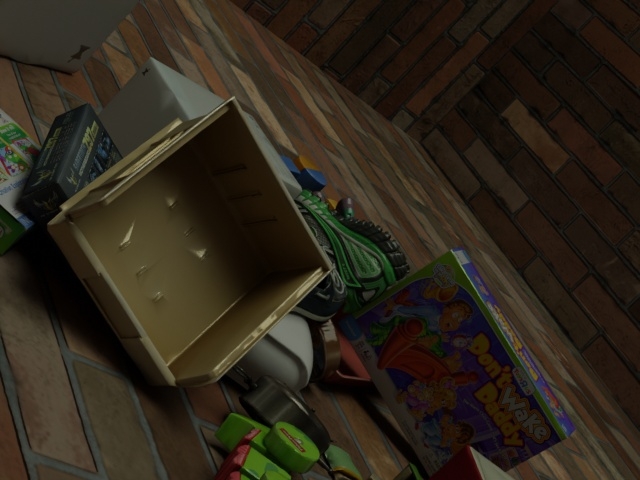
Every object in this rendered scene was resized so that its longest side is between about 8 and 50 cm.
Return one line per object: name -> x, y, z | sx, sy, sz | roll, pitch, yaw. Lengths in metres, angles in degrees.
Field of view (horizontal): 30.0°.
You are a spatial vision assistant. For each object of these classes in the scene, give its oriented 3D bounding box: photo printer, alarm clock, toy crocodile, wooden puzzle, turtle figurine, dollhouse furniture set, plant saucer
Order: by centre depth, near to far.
toy crocodile -> -0.079, 0.282, 1.338 | 0.105, 0.115, 0.340 | 36, 13, -6
alarm clock -> -0.056, 0.221, 1.560 | 0.192, 0.064, 0.129 | 48, -13, -19
photo printer -> -0.137, 0.085, 1.719 | 0.307, 0.107, 0.256 | 39, 16, -25
dollhouse furniture set -> 0.077, 0.332, 1.725 | 0.151, 0.058, 0.076 | 35, 17, -33
plant saucer -> 0.009, 0.159, 2.044 | 0.258, 0.048, 0.259 | 52, 17, 26
turtle figurine -> 0.040, 0.014, 2.318 | 0.175, 0.118, 0.234 | 28, 37, -42
wooden puzzle -> -0.033, -0.090, 2.549 | 0.348, 0.080, 0.322 | 49, 16, 19

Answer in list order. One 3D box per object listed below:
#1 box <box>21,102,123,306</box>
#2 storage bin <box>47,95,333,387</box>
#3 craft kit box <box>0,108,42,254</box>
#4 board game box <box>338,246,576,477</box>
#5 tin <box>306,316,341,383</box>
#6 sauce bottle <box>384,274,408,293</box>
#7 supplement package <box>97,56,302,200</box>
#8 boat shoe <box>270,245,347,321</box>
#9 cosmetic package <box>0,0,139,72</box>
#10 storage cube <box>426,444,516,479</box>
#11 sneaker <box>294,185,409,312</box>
box -> -0.303, -0.052, 1.577 | 0.233, 0.059, 0.183 | -91, 157, -58
storage bin -> -0.160, 0.006, 1.482 | 0.260, 0.123, 0.262 | -43, 113, -36
craft kit box -> -0.443, -0.109, 1.548 | 0.246, 0.061, 0.250 | 46, 14, -4
board game box -> 0.219, 0.218, 1.944 | 0.347, 0.233, 0.078 | 59, 20, 9
tin -> -0.025, 0.133, 1.869 | 0.040, 0.106, 0.190 | -5, 59, -37
sauce bottle -> 0.000, 0.000, 2.170 | 0.344, 0.111, 0.111 | 40, 13, 14
supplement package -> -0.211, -0.117, 1.906 | 0.262, 0.198, 0.199 | 26, 24, -51
boat shoe -> -0.017, 0.055, 1.753 | 0.254, 0.079, 0.095 | 20, 33, -58
cosmetic package -> -0.514, -0.547, 2.020 | 0.394, 0.327, 0.329 | 49, 15, 14
storage cube -> 0.205, 0.423, 1.558 | 0.215, 0.193, 0.184 | 39, 15, -23
sneaker -> -0.022, 0.011, 1.992 | 0.343, 0.146, 0.134 | 24, -35, 43
